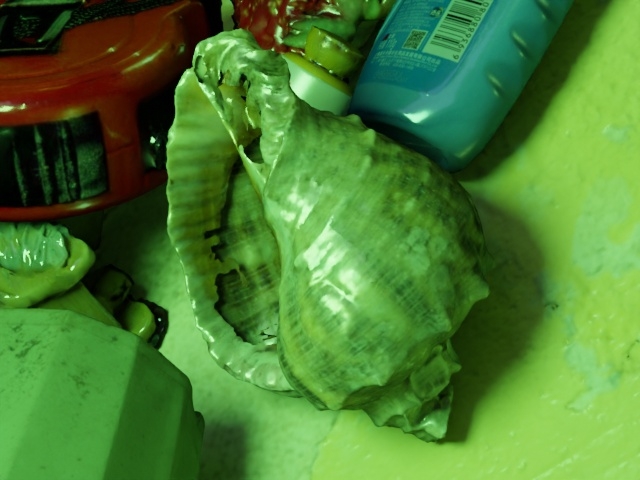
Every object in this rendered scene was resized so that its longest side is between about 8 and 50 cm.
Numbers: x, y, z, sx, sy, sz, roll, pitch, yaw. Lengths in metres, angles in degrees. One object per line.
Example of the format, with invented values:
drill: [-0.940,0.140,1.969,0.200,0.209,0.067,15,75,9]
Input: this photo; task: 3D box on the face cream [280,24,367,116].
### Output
face cream: [-0.031,-0.069,1.444,0.072,0.051,0.182,34,97,20]

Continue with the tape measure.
tape measure: [-0.197,-0.112,1.468,0.253,0.114,0.260,-3,28,4]

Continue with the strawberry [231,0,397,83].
strawberry: [-0.027,-0.203,1.528,0.167,0.087,0.208,-51,44,-2]

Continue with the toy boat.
toy boat: [-0.289,-0.031,1.575,0.445,0.136,0.162,25,73,44]

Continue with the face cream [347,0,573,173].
face cream: [0.119,-0.177,1.405,0.149,0.083,0.264,15,70,52]

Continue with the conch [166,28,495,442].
conch: [0.015,-0.001,1.309,0.210,0.159,0.291,-37,70,61]

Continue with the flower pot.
flower pot: [-0.186,0.199,1.276,0.290,0.290,0.259,-14,40,28]
